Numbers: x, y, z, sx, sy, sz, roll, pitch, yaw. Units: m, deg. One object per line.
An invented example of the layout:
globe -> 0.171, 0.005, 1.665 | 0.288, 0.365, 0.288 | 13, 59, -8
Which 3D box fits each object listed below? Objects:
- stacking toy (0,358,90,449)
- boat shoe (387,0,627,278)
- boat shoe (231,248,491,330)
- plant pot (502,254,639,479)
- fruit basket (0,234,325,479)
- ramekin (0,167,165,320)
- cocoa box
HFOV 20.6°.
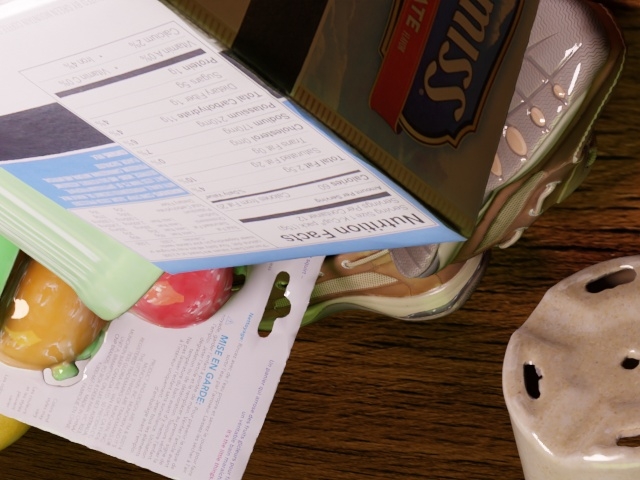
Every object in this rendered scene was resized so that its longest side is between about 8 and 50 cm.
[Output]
stacking toy -> -0.411, 0.129, 1.937 | 0.479, 0.351, 0.350 | -9, 145, 42
boat shoe -> 0.146, -0.081, 1.321 | 0.116, 0.123, 0.324 | -8, 159, -26
boat shoe -> 0.000, 0.000, 1.608 | 0.324, 0.123, 0.120 | -6, 138, 37
plant pot -> 0.306, 0.188, 1.571 | 0.333, 0.334, 0.305 | 5, 142, 31
fruit basket -> -0.180, 0.006, 1.492 | 0.353, 0.327, 0.165 | 22, 172, -13
ramekin -> -0.128, -0.110, 1.217 | 0.148, 0.303, 0.303 | 33, 155, -12
cocoa box -> -0.029, -0.187, 0.878 | 0.231, 0.347, 0.228 | -7, 146, 46
